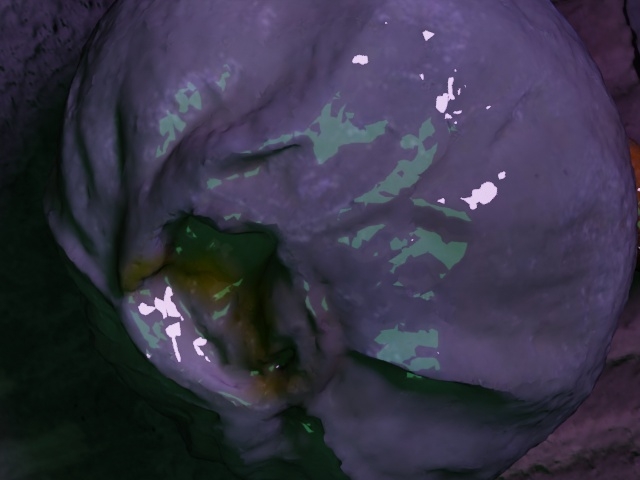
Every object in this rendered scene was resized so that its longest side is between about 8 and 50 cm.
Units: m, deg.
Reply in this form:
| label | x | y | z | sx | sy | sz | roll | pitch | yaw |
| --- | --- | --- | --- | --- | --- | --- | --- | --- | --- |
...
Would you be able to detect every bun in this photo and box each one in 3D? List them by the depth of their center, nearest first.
| label | x | y | z | sx | sy | sz | roll | pitch | yaw |
| --- | --- | --- | --- | --- | --- | --- | --- | --- | --- |
| bun | 0.000 | 0.000 | 1.057 | 0.362 | 0.211 | 0.362 | 11 | 124 | 17 |

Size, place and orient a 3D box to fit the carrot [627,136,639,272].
| label | x | y | z | sx | sy | sz | roll | pitch | yaw |
| --- | --- | --- | --- | --- | --- | --- | --- | --- | --- |
| carrot | 0.152 | -0.054 | 1.123 | 0.186 | 0.060 | 0.060 | 44 | 109 | -5 |
